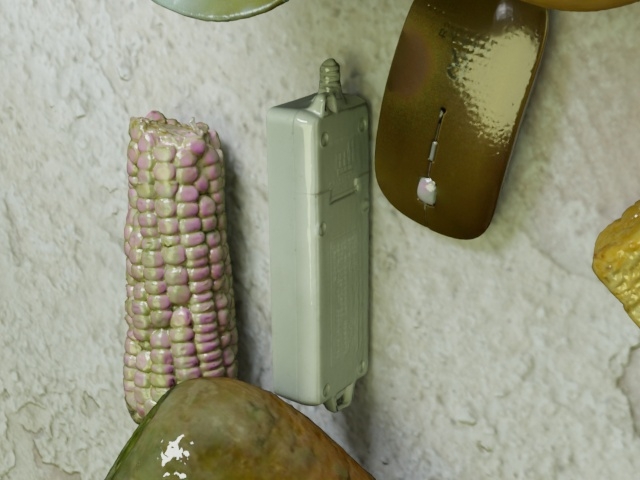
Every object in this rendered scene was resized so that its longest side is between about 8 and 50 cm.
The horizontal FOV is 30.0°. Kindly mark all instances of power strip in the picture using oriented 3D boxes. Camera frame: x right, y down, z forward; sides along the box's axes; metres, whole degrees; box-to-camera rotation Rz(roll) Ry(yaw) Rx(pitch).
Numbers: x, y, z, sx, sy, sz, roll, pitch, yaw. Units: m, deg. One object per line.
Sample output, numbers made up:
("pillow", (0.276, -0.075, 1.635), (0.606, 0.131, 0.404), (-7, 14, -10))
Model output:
("power strip", (0.000, 0.000, 1.106), (0.058, 0.098, 0.338), (13, 114, 33))

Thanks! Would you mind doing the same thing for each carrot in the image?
("carrot", (-0.038, 0.283, 1.114), (0.340, 0.224, 0.224), (36, 126, -6))

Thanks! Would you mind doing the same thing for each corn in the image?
("corn", (-0.144, 0.037, 1.210), (0.126, 0.126, 0.335), (8, 107, 32))

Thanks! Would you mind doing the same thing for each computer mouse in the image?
("computer mouse", (0.117, -0.114, 1.014), (0.126, 0.056, 0.245), (28, 122, 24))

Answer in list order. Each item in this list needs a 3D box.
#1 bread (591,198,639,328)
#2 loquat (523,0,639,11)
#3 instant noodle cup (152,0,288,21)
("bread", (0.310, -0.010, 0.902), (0.211, 0.083, 0.114), (-37, 90, 37))
("loquat", (0.172, -0.283, 0.778), (0.263, 0.263, 0.263), (12, 114, 30))
("instant noodle cup", (-0.031, -0.330, 0.932), (0.296, 0.214, 0.296), (12, 113, 30))
